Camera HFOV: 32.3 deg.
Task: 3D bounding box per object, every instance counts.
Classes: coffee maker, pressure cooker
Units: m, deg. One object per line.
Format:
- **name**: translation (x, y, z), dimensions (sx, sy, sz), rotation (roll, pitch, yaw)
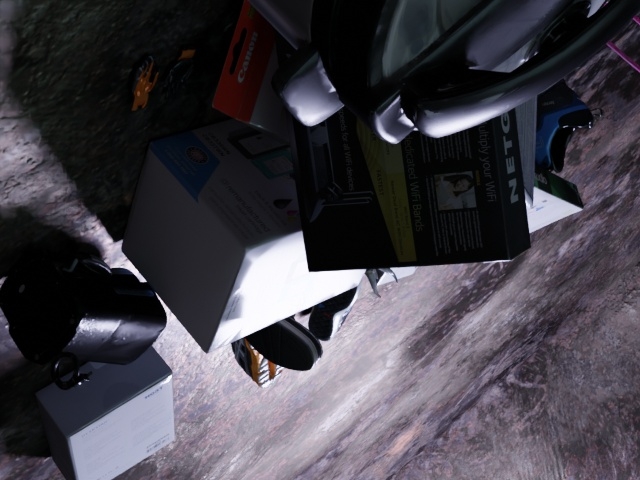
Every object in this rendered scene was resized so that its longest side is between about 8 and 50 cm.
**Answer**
- **coffee maker**: translation (-0.283, 0.106, 1.352), dimensions (0.120, 0.171, 0.178), rotation (-21, 163, 26)
- **pressure cooker**: translation (0.097, -0.304, 0.928), dimensions (0.376, 0.420, 0.369), rotation (-19, 148, -41)

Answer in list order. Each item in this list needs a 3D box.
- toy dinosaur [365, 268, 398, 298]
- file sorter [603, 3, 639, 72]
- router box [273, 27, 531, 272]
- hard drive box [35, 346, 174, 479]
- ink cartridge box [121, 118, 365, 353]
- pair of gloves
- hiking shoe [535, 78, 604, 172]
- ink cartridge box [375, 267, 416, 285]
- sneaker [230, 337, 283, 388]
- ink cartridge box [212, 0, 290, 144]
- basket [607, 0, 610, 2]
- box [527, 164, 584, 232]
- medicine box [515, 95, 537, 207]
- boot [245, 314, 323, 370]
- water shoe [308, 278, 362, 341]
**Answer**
- **toy dinosaur**: translation (0.000, 0.000, 1.616), dimensions (0.314, 0.160, 0.121), rotation (-6, 137, -55)
- **file sorter**: translation (0.581, -0.426, 1.752), dimensions (0.291, 0.182, 0.202), rotation (-38, 156, -9)
- **router box**: translation (0.086, -0.126, 1.204), dimensions (0.081, 0.243, 0.308), rotation (-21, 105, -60)
- **hard drive box**: translation (-0.318, 0.268, 1.673), dimensions (0.181, 0.089, 0.232), rotation (-30, 154, -25)
- **ink cartridge box**: translation (-0.074, -0.027, 1.410), dimensions (0.270, 0.198, 0.197), rotation (-22, 149, -39)
- **pair of gloves**: translation (-0.176, -0.181, 1.226), dimensions (0.083, 0.010, 0.074), rotation (-24, 149, -41)
- **hiking shoe**: translation (0.355, -0.145, 1.945), dimensions (0.113, 0.132, 0.304), rotation (-13, 143, -48)
- **ink cartridge box**: translation (0.146, 0.043, 2.077), dimensions (0.115, 0.029, 0.063), rotation (-15, 144, -48)
- **sneaker**: translation (-0.112, 0.146, 1.801), dimensions (0.084, 0.083, 0.214), rotation (-30, 136, -36)
- **ink cartridge box**: translation (-0.047, -0.197, 1.285), dimensions (0.179, 0.045, 0.145), rotation (20, 87, -66)
- **basket**: translation (0.451, -0.415, 1.565), dimensions (0.103, 0.113, 0.167), rotation (-33, 131, -59)
- **box**: translation (0.280, -0.062, 1.901), dimensions (0.232, 0.058, 0.322), rotation (-27, 156, 30)
- **medicine box**: translation (0.180, -0.201, 1.401), dimensions (0.289, 0.149, 0.263), rotation (33, 60, -65)
- **boot**: translation (-0.043, 0.091, 1.642), dimensions (0.179, 0.236, 0.085), rotation (-29, 130, -36)
- **water shoe**: translation (0.031, 0.094, 1.961), dimensions (0.080, 0.073, 0.203), rotation (-50, 171, -42)
